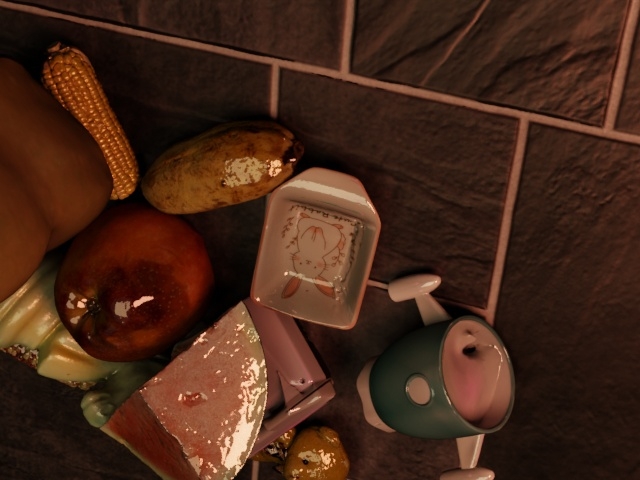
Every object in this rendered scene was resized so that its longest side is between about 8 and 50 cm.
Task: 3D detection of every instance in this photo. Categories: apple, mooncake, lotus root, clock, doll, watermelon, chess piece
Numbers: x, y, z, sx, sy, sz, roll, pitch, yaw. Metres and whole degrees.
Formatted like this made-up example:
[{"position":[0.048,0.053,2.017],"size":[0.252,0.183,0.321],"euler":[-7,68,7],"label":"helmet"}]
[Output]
[{"position":[-0.266,0.062,1.627],"size":[0.229,0.230,0.230],"euler":[11,122,18],"label":"apple"},{"position":[-0.508,-0.024,1.480],"size":[0.467,0.467,0.262],"euler":[-29,106,34],"label":"mooncake"},{"position":[-0.140,-0.095,1.546],"size":[0.258,0.110,0.097],"euler":[-15,151,31],"label":"lotus root"},{"position":[-0.109,0.205,1.685],"size":[0.253,0.083,0.186],"euler":[-41,72,35],"label":"clock"},{"position":[-0.056,0.331,1.765],"size":[0.209,0.097,0.137],"euler":[5,126,27],"label":"doll"},{"position":[-0.187,0.224,1.591],"size":[0.176,0.256,0.260],"euler":[13,161,-19],"label":"watermelon"},{"position":[-0.351,0.167,1.747],"size":[0.298,0.176,0.176],"euler":[41,126,-4],"label":"chess piece"}]

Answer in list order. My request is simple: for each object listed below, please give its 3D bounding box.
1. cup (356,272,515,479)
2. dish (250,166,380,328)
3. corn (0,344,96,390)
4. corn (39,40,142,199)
[{"position":[0.148,0.195,1.560],"size":[0.173,0.167,0.300],"euler":[-20,83,41],"label":"cup"},{"position":[0.000,0.000,1.557],"size":[0.154,0.064,0.234],"euler":[16,125,4],"label":"dish"},{"position":[-0.460,0.158,1.848],"size":[0.253,0.086,0.086],"euler":[30,126,2],"label":"corn"},{"position":[-0.321,-0.163,1.601],"size":[0.080,0.080,0.238],"euler":[-12,111,29],"label":"corn"}]
